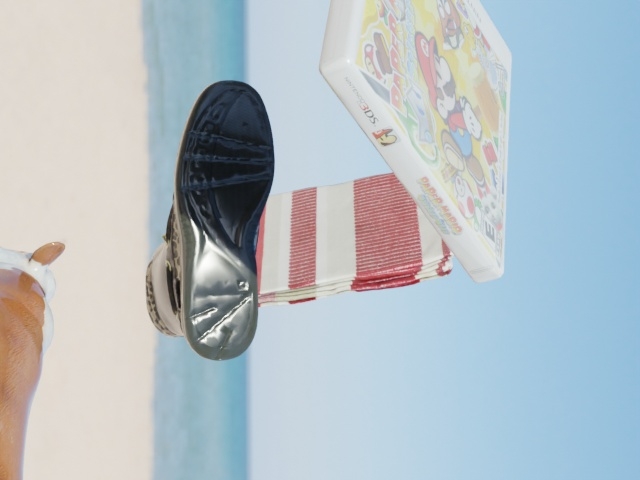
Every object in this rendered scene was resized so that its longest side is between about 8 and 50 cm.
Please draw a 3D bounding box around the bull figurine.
[{"bbox_3d":[-0.264,0.104,0.929,0.101,0.188,0.310,-37,-133,40],"label":"bull figurine"}]

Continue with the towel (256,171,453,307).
[{"bbox_3d":[0.000,0.000,1.734,0.237,0.329,0.037,-90,167,-57],"label":"towel"}]

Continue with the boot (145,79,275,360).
[{"bbox_3d":[-0.108,-0.017,1.220,0.178,0.085,0.236,177,-84,-71],"label":"boot"}]

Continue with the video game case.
[{"bbox_3d":[0.072,-0.119,0.910,0.206,0.026,0.227,50,35,-37],"label":"video game case"}]
